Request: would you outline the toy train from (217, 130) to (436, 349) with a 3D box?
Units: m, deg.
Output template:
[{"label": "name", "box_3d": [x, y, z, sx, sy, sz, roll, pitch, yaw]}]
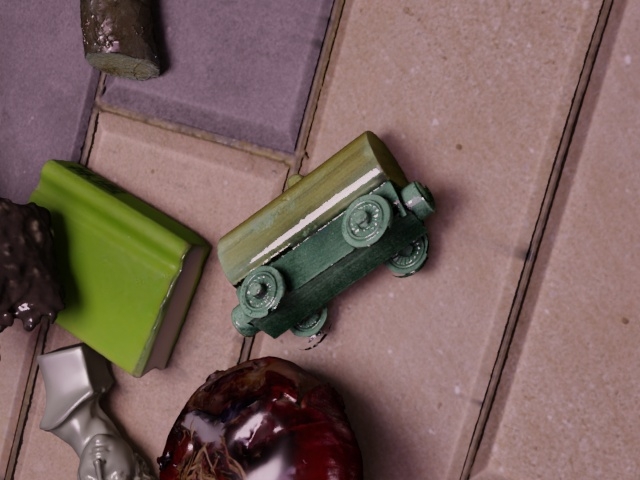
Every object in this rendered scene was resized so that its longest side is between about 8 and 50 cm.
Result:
[{"label": "toy train", "box_3d": [0.004, 0.002, 1.143, 0.307, 0.126, 0.189, -36, 45, 19]}]

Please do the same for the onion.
[{"label": "onion", "box_3d": [-0.067, 0.297, 1.113, 0.314, 0.232, 0.314, -13, 71, 43]}]

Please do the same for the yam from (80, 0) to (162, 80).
[{"label": "yam", "box_3d": [-0.282, -0.318, 1.253, 0.107, 0.107, 0.183, -6, 86, 22]}]

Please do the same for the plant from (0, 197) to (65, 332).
[{"label": "plant", "box_3d": [-0.443, 0.056, 1.182, 0.178, 0.204, 0.234, -9, 77, 34]}]

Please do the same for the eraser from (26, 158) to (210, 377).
[{"label": "eraser", "box_3d": [-0.302, 0.035, 1.268, 0.274, 0.092, 0.210, 27, 101, 21]}]

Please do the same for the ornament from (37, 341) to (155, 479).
[{"label": "ornament", "box_3d": [-0.319, 0.277, 1.264, 0.120, 0.130, 0.285, -27, 73, 12]}]
